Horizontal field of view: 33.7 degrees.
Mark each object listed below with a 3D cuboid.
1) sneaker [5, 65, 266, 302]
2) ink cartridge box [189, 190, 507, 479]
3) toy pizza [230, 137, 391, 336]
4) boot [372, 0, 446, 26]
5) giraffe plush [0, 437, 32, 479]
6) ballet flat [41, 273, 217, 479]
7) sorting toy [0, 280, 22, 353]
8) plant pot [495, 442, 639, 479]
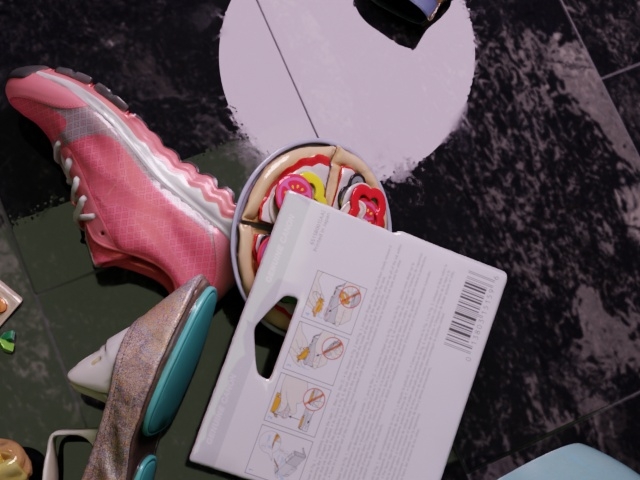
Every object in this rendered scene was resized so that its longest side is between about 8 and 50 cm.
[{"bbox_3d":[-0.201,-0.047,1.032,0.314,0.116,0.136,38,75,1],"label":"sneaker"},{"bbox_3d":[0.027,0.120,1.022,0.239,0.060,0.275,21,83,-11],"label":"ink cartridge box"},{"bbox_3d":[0.000,0.000,1.041,0.201,0.032,0.201,-4,97,-38],"label":"toy pizza"},{"bbox_3d":[0.060,-0.328,1.158,0.219,0.082,0.106,29,71,-3],"label":"boot"},{"bbox_3d":[-0.353,0.278,0.913,0.210,0.181,0.171,-22,108,-49],"label":"giraffe plush"},{"bbox_3d":[-0.191,0.170,0.969,0.106,0.107,0.316,17,85,8],"label":"ballet flat"},{"bbox_3d":[-0.323,0.071,1.036,0.083,0.012,0.062,38,74,2],"label":"sorting toy"},{"bbox_3d":[0.216,0.325,0.930,0.293,0.293,0.235,-25,66,-14],"label":"plant pot"}]
